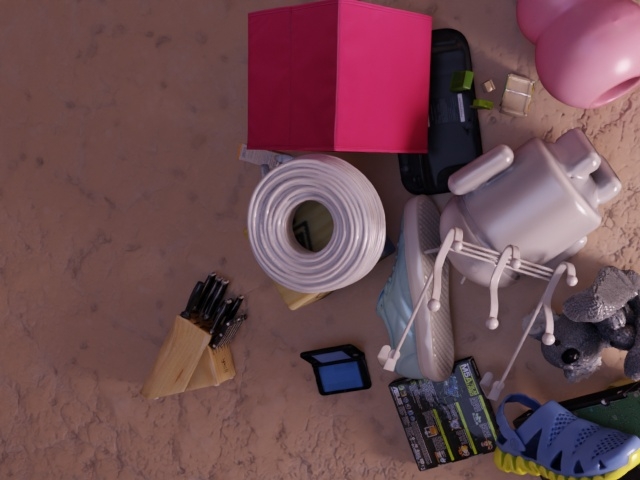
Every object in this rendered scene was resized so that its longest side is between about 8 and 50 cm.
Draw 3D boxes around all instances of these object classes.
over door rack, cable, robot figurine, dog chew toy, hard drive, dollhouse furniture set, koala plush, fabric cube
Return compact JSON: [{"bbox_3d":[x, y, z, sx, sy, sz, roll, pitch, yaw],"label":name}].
[{"bbox_3d":[0.274,0.151,1.548,0.239,0.108,0.324,17,122,-12],"label":"over door rack"},{"bbox_3d":[-0.010,-0.030,1.610,0.257,0.089,0.257,3,96,21],"label":"cable"},{"bbox_3d":[0.365,-0.047,1.605,0.353,0.200,0.300,-37,116,19],"label":"robot figurine"},{"bbox_3d":[0.442,-0.401,1.551,0.206,0.206,0.332,-32,75,21],"label":"dog chew toy"},{"bbox_3d":[0.522,0.388,1.569,0.237,0.064,0.339,62,146,6],"label":"hard drive"},{"bbox_3d":[0.326,-0.283,1.672,0.151,0.058,0.076,11,92,-18],"label":"dollhouse furniture set"},{"bbox_3d":[0.496,0.167,1.609,0.196,0.203,0.221,44,129,-2],"label":"koala plush"},{"bbox_3d":[0.033,-0.294,1.645,0.259,0.254,0.258,7,99,46],"label":"fabric cube"}]

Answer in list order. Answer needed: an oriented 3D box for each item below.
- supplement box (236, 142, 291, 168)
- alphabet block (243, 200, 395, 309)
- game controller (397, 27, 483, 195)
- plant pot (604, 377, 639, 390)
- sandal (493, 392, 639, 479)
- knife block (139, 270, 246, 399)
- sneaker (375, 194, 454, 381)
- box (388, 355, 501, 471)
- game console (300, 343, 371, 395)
[{"bbox_3d":[-0.118,-0.177,1.853,0.098,0.062,0.036,17,99,18],"label":"supplement box"},{"bbox_3d":[0.000,0.000,1.757,0.197,0.192,0.193,-34,81,21],"label":"alphabet block"},{"bbox_3d":[0.224,-0.251,1.724,0.166,0.067,0.319,-7,93,7],"label":"game controller"},{"bbox_3d":[0.599,0.299,1.597,0.095,0.134,0.134,-28,84,-10],"label":"plant pot"},{"bbox_3d":[0.413,0.343,1.534,0.317,0.126,0.138,-9,97,53],"label":"sandal"},{"bbox_3d":[-0.290,0.207,1.942,0.275,0.088,0.242,-16,89,22],"label":"knife block"},{"bbox_3d":[0.167,0.096,1.734,0.150,0.135,0.366,-4,86,33],"label":"sneaker"},{"bbox_3d":[0.253,0.350,1.770,0.184,0.045,0.191,-22,86,19],"label":"box"},{"bbox_3d":[0.032,0.271,1.835,0.122,0.107,0.071,-13,62,21],"label":"game console"}]
